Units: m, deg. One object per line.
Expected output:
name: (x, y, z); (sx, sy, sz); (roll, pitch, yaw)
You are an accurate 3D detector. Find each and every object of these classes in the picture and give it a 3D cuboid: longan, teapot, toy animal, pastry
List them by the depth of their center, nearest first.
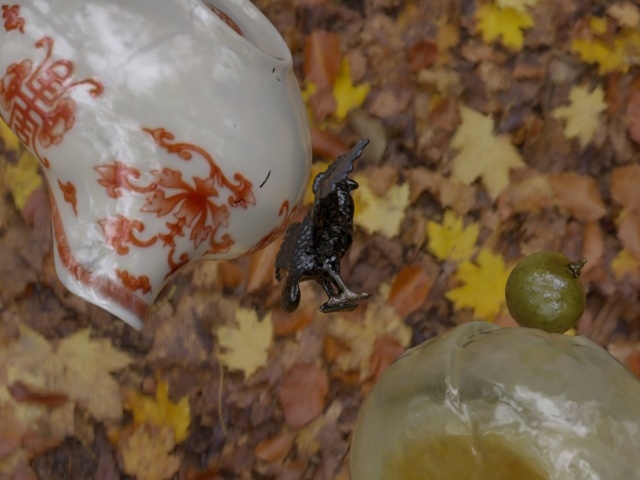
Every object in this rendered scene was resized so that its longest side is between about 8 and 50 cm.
teapot: (-0.074, -0.067, 0.621); (0.159, 0.116, 0.245); (24, 19, -19)
pastry: (0.086, 0.112, 0.647); (0.156, 0.156, 0.092); (46, 36, 13)
toy animal: (0.000, 0.000, 1.031); (0.062, 0.220, 0.108); (2, 70, -15)
longan: (0.191, 0.040, 1.208); (0.075, 0.083, 0.075); (31, 30, -21)
